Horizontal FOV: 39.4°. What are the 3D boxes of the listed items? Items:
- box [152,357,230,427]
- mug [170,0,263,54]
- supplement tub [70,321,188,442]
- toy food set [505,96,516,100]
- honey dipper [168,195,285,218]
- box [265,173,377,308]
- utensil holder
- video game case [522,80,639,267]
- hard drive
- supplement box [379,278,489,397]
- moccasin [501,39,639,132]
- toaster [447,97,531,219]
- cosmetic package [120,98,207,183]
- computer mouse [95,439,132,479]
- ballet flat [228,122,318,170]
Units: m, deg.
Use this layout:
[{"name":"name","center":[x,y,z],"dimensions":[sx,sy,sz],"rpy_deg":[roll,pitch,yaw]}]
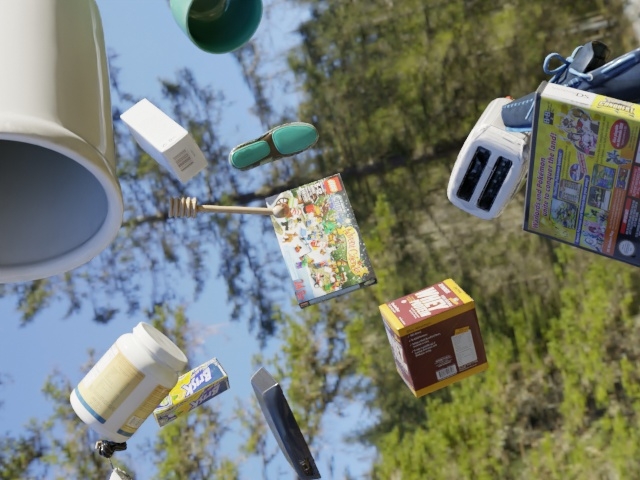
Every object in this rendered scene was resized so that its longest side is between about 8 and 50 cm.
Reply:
[{"name":"box","center":[-0.274,0.315,1.854],"dimensions":[0.054,0.169,0.059],"rpy_deg":[49,157,32]},{"name":"mug","center":[-0.159,-0.379,1.384],"dimensions":[0.129,0.158,0.097],"rpy_deg":[24,-161,-45]},{"name":"supplement tub","center":[-0.365,0.271,1.717],"dimensions":[0.144,0.199,0.144],"rpy_deg":[41,178,1]},{"name":"toy food set","center":[0.481,-0.232,1.992],"dimensions":[0.104,0.111,0.232],"rpy_deg":[15,-121,-24]},{"name":"honey dipper","center":[-0.128,-0.042,1.235],"dimensions":[0.030,0.161,0.030],"rpy_deg":[-177,90,-80]},{"name":"box","center":[0.000,0.000,1.758],"dimensions":[0.044,0.159,0.233],"rpy_deg":[68,-177,-69]},{"name":"utensil holder","center":[-0.459,-0.183,1.296],"dimensions":[0.327,0.327,0.385],"rpy_deg":[58,-164,-53]},{"name":"video game case","center":[0.418,-0.081,1.269],"dimensions":[0.035,0.248,0.275],"rpy_deg":[-53,-30,-34]},{"name":"hard drive","center":[-0.086,0.431,2.088],"dimensions":[0.254,0.054,0.172],"rpy_deg":[67,167,-13]},{"name":"supplement box","center":[0.266,0.227,2.095],"dimensions":[0.129,0.191,0.194],"rpy_deg":[-127,18,-64]},{"name":"moccasin","center":[0.433,-0.254,1.364],"dimensions":[0.138,0.342,0.117],"rpy_deg":[-37,-71,-54]},{"name":"toaster","center":[0.312,-0.137,1.613],"dimensions":[0.146,0.129,0.227],"rpy_deg":[-45,-19,-53]},{"name":"cosmetic package","center":[-0.379,-0.243,2.159],"dimensions":[0.231,0.085,0.117],"rpy_deg":[40,165,42]},{"name":"computer mouse","center":[-0.363,0.459,1.674],"dimensions":[0.106,0.042,0.193],"rpy_deg":[67,178,-73]},{"name":"ballet flat","center":[-0.097,-0.190,1.807],"dimensions":[0.070,0.188,0.070],"rpy_deg":[163,90,-84]}]
